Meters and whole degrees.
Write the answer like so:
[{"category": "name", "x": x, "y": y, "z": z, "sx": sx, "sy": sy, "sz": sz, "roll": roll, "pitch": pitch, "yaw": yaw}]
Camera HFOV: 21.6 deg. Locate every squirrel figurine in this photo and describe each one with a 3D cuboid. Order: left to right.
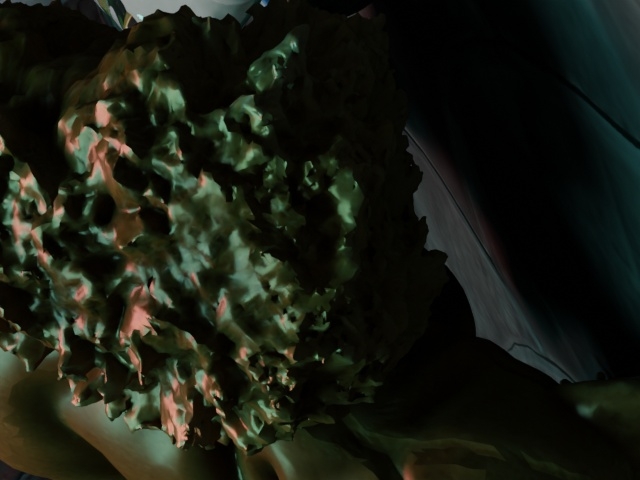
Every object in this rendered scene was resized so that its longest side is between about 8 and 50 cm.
[{"category": "squirrel figurine", "x": -0.023, "y": 0.055, "z": 0.795, "sx": 0.370, "sy": 0.281, "sz": 0.397, "roll": 38, "pitch": 174, "yaw": 33}]

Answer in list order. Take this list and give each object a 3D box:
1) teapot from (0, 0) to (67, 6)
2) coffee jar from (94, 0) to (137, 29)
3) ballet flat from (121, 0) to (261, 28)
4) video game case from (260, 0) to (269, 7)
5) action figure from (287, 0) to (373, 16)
[{"category": "teapot", "x": -0.228, "y": -0.262, "z": 1.169, "sx": 0.187, "sy": 0.256, "sz": 0.252, "roll": 20, "pitch": 129, "yaw": 64}, {"category": "coffee jar", "x": -0.143, "y": -0.213, "z": 1.484, "sx": 0.184, "sy": 0.096, "sz": 0.079, "roll": 52, "pitch": 173, "yaw": 48}, {"category": "ballet flat", "x": -0.144, "y": -0.304, "z": 1.039, "sx": 0.400, "sy": 0.139, "sz": 0.139, "roll": 57, "pitch": 175, "yaw": -14}, {"category": "video game case", "x": 0.006, "y": -0.097, "z": 1.187, "sx": 0.166, "sy": 0.015, "sz": 0.119, "roll": 56, "pitch": 173, "yaw": 37}, {"category": "action figure", "x": -0.052, "y": -0.215, "z": 0.877, "sx": 0.232, "sy": 0.063, "sz": 0.137, "roll": 55, "pitch": 175, "yaw": 8}]
